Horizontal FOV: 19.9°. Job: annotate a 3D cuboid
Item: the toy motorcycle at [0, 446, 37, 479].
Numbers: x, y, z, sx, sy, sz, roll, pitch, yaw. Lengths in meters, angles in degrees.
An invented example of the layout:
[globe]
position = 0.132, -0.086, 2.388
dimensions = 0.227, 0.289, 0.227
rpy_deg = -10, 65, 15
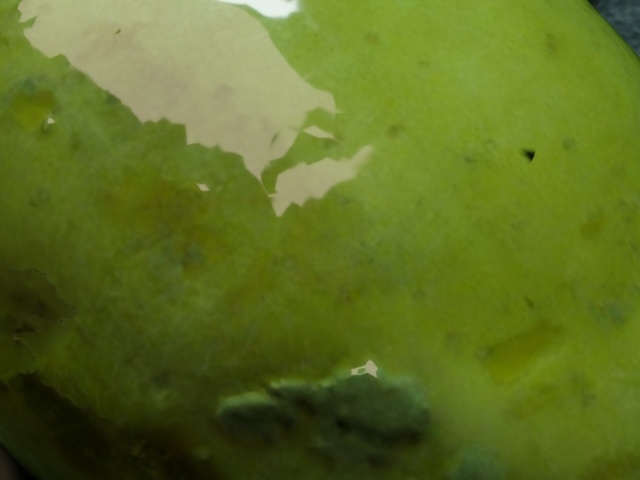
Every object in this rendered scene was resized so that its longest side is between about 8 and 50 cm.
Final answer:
[toy motorcycle]
position = -0.156, 0.163, 0.532
dimensions = 0.263, 0.091, 0.157
rpy_deg = -36, 56, -16

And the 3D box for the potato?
[potato]
position = 0.000, -0.001, 0.513
dimensions = 0.304, 0.216, 0.216
rpy_deg = 37, 68, 15
